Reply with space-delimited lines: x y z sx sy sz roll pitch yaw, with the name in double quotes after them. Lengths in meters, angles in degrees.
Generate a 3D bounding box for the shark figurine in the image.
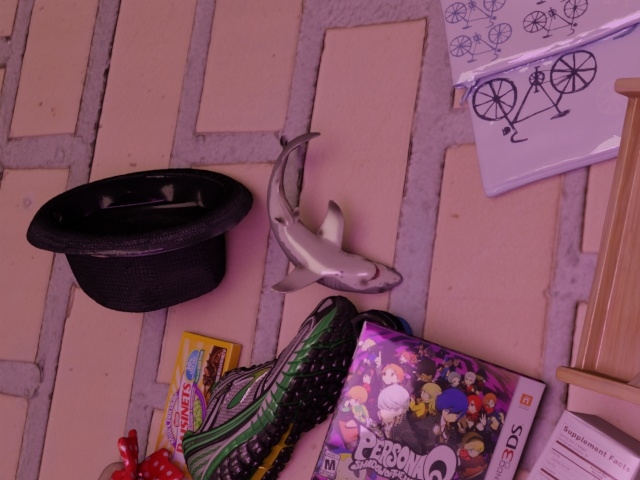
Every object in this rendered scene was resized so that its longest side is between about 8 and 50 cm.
-0.026 -0.012 1.499 0.166 0.116 0.278 -26 69 -11 "shark figurine"

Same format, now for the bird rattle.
-0.301 0.399 1.559 0.207 0.143 0.254 -5 81 60 "bird rattle"

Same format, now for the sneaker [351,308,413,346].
0.098 0.195 1.365 0.081 0.090 0.232 -33 62 24 "sneaker"

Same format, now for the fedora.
-0.256 0.009 1.590 0.334 0.334 0.153 12 121 35 "fedora"

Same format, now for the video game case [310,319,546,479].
0.129 0.232 1.301 0.232 0.042 0.210 20 91 7 "video game case"

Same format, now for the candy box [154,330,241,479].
-0.184 0.244 1.584 0.105 0.027 0.206 9 84 39 "candy box"

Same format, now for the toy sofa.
0.400 0.009 1.176 0.150 0.177 0.363 11 90 58 "toy sofa"

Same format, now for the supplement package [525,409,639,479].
0.291 0.294 1.202 0.105 0.105 0.179 32 97 35 "supplement package"

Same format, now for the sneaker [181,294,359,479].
-0.076 0.203 1.450 0.343 0.134 0.146 -50 57 11 "sneaker"

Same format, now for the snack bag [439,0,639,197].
0.311 -0.245 1.359 0.323 0.037 0.343 -16 70 30 "snack bag"
